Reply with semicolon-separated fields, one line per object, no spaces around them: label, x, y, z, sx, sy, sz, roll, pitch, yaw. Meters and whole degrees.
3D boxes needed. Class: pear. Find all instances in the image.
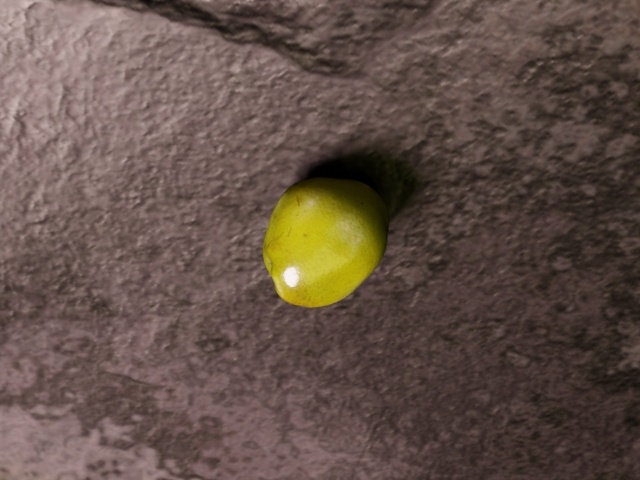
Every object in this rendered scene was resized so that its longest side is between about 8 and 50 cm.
pear;0.000;0.000;1.257;0.092;0.097;0.092;26;146;20
